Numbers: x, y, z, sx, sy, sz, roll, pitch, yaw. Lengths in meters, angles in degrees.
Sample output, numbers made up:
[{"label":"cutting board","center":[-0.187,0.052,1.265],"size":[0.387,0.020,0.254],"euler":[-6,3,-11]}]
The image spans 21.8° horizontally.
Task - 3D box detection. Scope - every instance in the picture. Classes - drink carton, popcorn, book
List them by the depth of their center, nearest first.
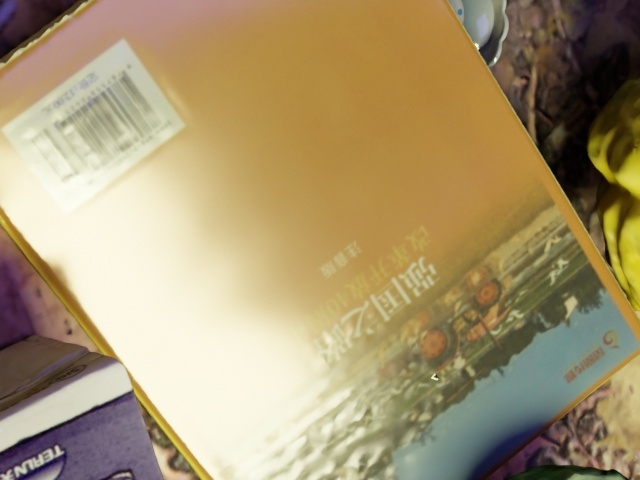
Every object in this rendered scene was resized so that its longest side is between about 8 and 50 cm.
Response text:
[{"label":"drink carton","center":[-0.142,0.177,0.828],"size":[0.134,0.102,0.222],"euler":[-27,110,-32]},{"label":"book","center":[0.000,0.000,0.910],"size":[0.262,0.028,0.374],"euler":[-38,115,-8]},{"label":"popcorn","center":[0.266,-0.039,1.007],"size":[0.226,0.203,0.200],"euler":[16,55,-56]}]

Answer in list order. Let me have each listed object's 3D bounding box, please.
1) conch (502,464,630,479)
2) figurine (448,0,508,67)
[{"label":"conch","center":[0.096,0.216,0.967],"size":[0.188,0.122,0.176],"euler":[-32,144,-36]},{"label":"figurine","center":[0.059,-0.122,0.951],"size":[0.094,0.082,0.086],"euler":[51,21,15]}]
